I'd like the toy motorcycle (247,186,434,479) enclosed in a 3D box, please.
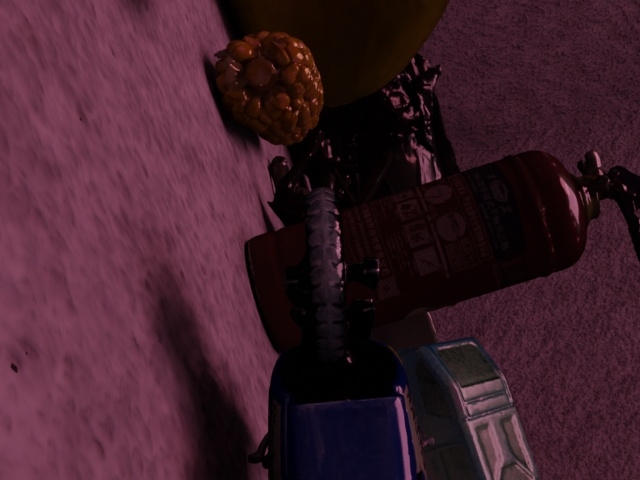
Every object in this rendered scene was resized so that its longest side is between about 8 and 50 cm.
[{"bbox_3d":[0.016,0.138,0.374,0.169,0.113,0.315,87,-3,-67],"label":"toy motorcycle"}]

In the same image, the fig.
[{"bbox_3d":[0.017,-0.349,1.095,0.343,0.343,0.343,-17,90,-86],"label":"fig"}]

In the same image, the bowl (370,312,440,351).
[{"bbox_3d":[0.091,0.112,1.231,0.289,0.146,0.289,-18,90,-84],"label":"bowl"}]

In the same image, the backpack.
[{"bbox_3d":[0.110,-0.129,1.463,0.363,0.255,0.446,179,-105,-70],"label":"backpack"}]

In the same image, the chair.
[{"bbox_3d":[0.001,0.016,0.817,0.229,0.113,0.106,-62,147,-17],"label":"chair"}]

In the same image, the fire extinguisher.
[{"bbox_3d":[0.122,0.010,0.637,0.102,0.344,0.138,66,9,-60],"label":"fire extinguisher"}]

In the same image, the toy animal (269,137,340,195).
[{"bbox_3d":[-0.004,-0.041,1.015,0.233,0.084,0.148,-106,179,-73],"label":"toy animal"}]

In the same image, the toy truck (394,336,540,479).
[{"bbox_3d":[0.138,0.249,0.877,0.155,0.156,0.279,0,68,-47],"label":"toy truck"}]

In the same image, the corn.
[{"bbox_3d":[-0.045,-0.148,0.850,0.291,0.101,0.101,47,26,-88],"label":"corn"}]
